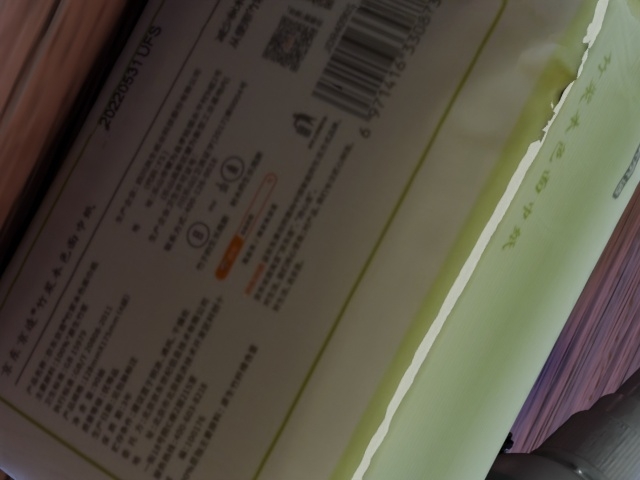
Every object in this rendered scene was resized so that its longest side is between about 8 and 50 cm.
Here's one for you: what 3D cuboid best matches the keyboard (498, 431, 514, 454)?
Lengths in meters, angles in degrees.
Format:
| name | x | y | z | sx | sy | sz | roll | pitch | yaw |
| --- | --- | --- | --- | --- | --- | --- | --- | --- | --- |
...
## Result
| name | x | y | z | sx | sy | sz | roll | pitch | yaw |
| --- | --- | --- | --- | --- | --- | --- | --- | --- | --- |
| keyboard | 0.085 | 0.178 | 0.962 | 0.049 | 0.015 | 0.129 | -5 | 118 | -57 |

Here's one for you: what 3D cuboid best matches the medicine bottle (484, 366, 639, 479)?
| name | x | y | z | sx | sy | sz | roll | pitch | yaw |
| --- | --- | --- | --- | --- | --- | --- | --- | --- | --- |
| medicine bottle | 0.101 | 0.186 | 0.882 | 0.352 | 0.110 | 0.110 | -38 | 142 | -32 |

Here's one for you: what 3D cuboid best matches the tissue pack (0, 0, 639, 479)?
| name | x | y | z | sx | sy | sz | roll | pitch | yaw |
| --- | --- | --- | --- | --- | --- | --- | --- | --- | --- |
| tissue pack | 0.000 | 0.000 | 0.532 | 0.234 | 0.159 | 0.125 | -63 | 151 | 0 |
